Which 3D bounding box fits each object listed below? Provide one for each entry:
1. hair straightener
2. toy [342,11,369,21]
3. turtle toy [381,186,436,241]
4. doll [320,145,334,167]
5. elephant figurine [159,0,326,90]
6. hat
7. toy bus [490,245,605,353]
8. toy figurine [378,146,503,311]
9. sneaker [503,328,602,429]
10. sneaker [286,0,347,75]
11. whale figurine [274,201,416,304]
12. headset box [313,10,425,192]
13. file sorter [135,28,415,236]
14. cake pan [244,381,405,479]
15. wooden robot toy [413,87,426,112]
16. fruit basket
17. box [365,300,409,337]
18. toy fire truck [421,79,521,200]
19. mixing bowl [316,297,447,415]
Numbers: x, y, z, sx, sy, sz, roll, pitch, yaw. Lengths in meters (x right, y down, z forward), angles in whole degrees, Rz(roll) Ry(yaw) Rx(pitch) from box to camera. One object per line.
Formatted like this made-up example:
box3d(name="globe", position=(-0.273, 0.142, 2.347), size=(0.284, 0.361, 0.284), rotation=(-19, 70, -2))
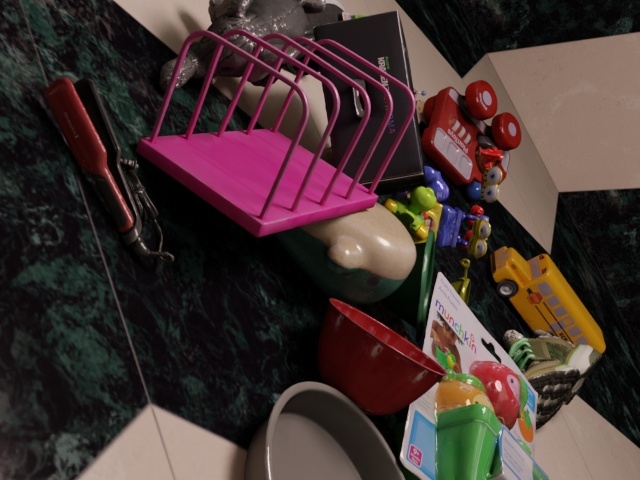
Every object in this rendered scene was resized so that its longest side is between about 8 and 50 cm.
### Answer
box3d(name="hair straightener", position=(-0.218, -0.077, 0.952), size=(0.230, 0.047, 0.089), rotation=(59, 24, 0))
box3d(name="toy", position=(0.097, -0.343, 1.739), size=(0.137, 0.056, 0.237), rotation=(-23, 106, -67))
box3d(name="turtle toy", position=(0.144, -0.045, 1.424), size=(0.095, 0.130, 0.066), rotation=(40, 56, -8))
box3d(name="doll", position=(0.059, -0.130, 1.542), size=(0.189, 0.046, 0.129), rotation=(17, 56, -56))
box3d(name="elephant figurine", position=(-0.108, -0.289, 1.233), size=(0.169, 0.186, 0.239), rotation=(21, 16, -1))
box3d(name="hat", position=(0.082, 0.054, 1.355), size=(0.208, 0.183, 0.173), rotation=(-59, 155, -65))
box3d(name="toy bus", position=(0.538, 0.151, 2.039), size=(0.333, 0.130, 0.108), rotation=(51, 26, -19))
box3d(name="toy figurine", position=(0.186, -0.010, 1.562), size=(0.191, 0.217, 0.363), rotation=(-67, 168, -77))
box3d(name="sneaker", position=(0.438, 0.266, 1.774), size=(0.182, 0.158, 0.410), rotation=(35, 16, 25))
box3d(name="sneaker", position=(-0.012, -0.388, 1.648), size=(0.295, 0.104, 0.147), rotation=(-19, 83, -62))
box3d(name="whale figurine", position=(0.000, 0.000, 1.217), size=(0.272, 0.141, 0.216), rotation=(21, 23, -21))
box3d(name="headset box", position=(0.086, -0.202, 1.347), size=(0.283, 0.131, 0.246), rotation=(-2, 83, -82))
box3d(name="file sorter", position=(-0.040, -0.151, 1.084), size=(0.202, 0.182, 0.290), rotation=(35, 24, 21))
box3d(name="cake pan", position=(0.016, 0.304, 0.961), size=(0.293, 0.054, 0.293), rotation=(44, 28, -31))
box3d(name="wooden robot toy", position=(0.181, -0.356, 2.041), size=(0.079, 0.076, 0.173), rotation=(32, 5, 38))
box3d(name="fruit basket", position=(0.246, 0.267, 1.254), size=(0.327, 0.165, 0.353), rotation=(50, 42, -25))
box3d(name="box", position=(0.107, 0.124, 1.381), size=(0.083, 0.018, 0.067), rotation=(62, 24, 7))
box3d(name="toy fire truck", position=(0.374, -0.239, 2.174), size=(0.302, 0.169, 0.254), rotation=(42, 53, -32))
box3d(name="mixing bowl", position=(0.063, 0.164, 1.117), size=(0.181, 0.098, 0.181), rotation=(32, 2, -1))
